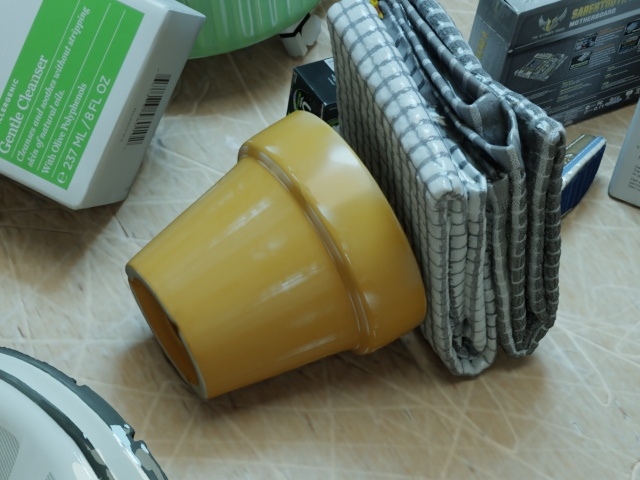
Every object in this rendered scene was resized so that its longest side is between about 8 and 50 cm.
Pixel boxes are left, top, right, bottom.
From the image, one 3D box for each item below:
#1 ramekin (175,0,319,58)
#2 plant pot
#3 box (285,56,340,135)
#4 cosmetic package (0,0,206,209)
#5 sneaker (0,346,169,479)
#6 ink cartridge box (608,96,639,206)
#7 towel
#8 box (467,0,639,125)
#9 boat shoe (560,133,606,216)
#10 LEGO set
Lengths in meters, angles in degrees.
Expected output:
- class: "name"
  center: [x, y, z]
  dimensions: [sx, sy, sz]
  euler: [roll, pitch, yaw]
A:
- class: "ramekin"
  center: [-0.131, -0.302, 1.612]
  dimensions: [0.303, 0.148, 0.303]
  euler: [-7, 35, 5]
- class: "plant pot"
  center: [-0.048, 0.027, 1.334]
  dimensions: [0.188, 0.205, 0.205]
  euler: [-31, 56, -14]
- class: "box"
  center: [0.005, -0.121, 1.551]
  dimensions: [0.052, 0.083, 0.062]
  euler: [-18, 51, -27]
- class: "cosmetic package"
  center: [-0.312, -0.191, 1.437]
  dimensions: [0.365, 0.197, 0.155]
  euler: [25, 8, 6]
- class: "sneaker"
  center: [-0.201, 0.267, 1.072]
  dimensions: [0.257, 0.169, 0.447]
  euler: [-24, 57, -32]
- class: "ink cartridge box"
  center: [0.404, -0.135, 1.500]
  dimensions: [0.201, 0.278, 0.117]
  euler: [23, 47, 12]
- class: "towel"
  center: [0.104, -0.056, 1.359]
  dimensions: [0.121, 0.284, 0.235]
  euler: [-21, 52, -9]
- class: "box"
  center: [0.245, -0.193, 1.597]
  dimensions: [0.231, 0.183, 0.056]
  euler: [-20, 52, -26]
- class: "boat shoe"
  center: [0.202, -0.053, 1.533]
  dimensions: [0.066, 0.066, 0.183]
  euler: [31, 49, 22]
- class: "LEGO set"
  center: [0.044, -0.260, 1.706]
  dimensions: [0.087, 0.093, 0.227]
  euler: [0, 41, 36]
